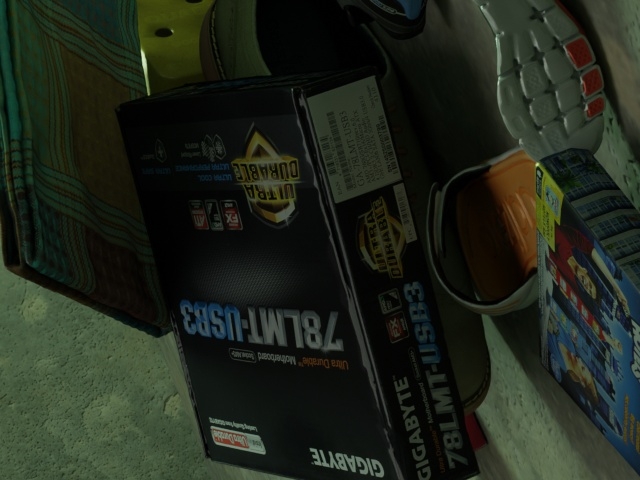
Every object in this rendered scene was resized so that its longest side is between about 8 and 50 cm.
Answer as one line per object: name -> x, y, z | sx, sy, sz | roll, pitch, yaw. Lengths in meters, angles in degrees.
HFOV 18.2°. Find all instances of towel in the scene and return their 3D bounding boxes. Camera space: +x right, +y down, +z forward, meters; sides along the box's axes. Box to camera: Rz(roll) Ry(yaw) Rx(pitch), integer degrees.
towel -> -0.186, -0.128, 1.512 | 0.271, 0.040, 0.370 | 33, -134, -67

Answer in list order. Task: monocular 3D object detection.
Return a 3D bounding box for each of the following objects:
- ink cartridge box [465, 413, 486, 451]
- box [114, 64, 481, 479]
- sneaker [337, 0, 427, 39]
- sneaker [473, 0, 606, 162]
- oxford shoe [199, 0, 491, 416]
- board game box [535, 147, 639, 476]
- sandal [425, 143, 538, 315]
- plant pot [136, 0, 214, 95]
ink cartridge box -> 0.056, 0.184, 1.745 | 0.063, 0.150, 0.109 | 66, 169, 1
box -> -0.025, 0.028, 1.436 | 0.295, 0.073, 0.293 | 3, 108, 59
sneaker -> 0.018, -0.191, 1.376 | 0.188, 0.067, 0.078 | 47, 152, 51
sneaker -> 0.122, -0.118, 1.126 | 0.065, 0.061, 0.158 | -57, -52, -71
oxford shoe -> 0.018, -0.048, 1.504 | 0.397, 0.140, 0.146 | 61, 161, 14
board game box -> 0.194, 0.069, 1.119 | 0.194, 0.060, 0.194 | 56, 165, 36
sandal -> 0.107, -0.007, 1.315 | 0.102, 0.076, 0.265 | 65, 169, 9
plant pot -> -0.093, -0.111, 1.746 | 0.212, 0.212, 0.187 | -126, 29, -47
